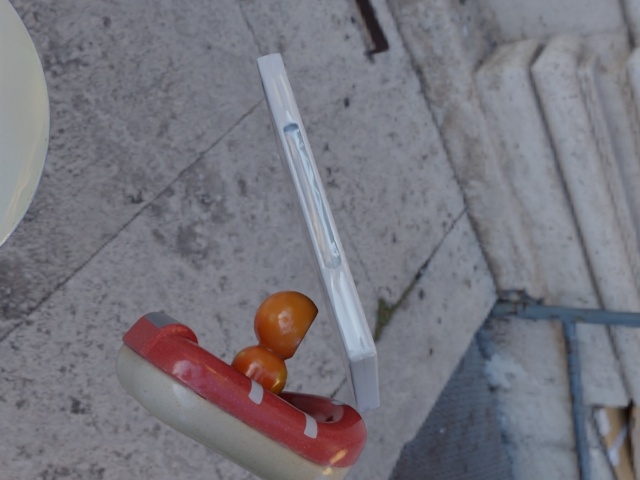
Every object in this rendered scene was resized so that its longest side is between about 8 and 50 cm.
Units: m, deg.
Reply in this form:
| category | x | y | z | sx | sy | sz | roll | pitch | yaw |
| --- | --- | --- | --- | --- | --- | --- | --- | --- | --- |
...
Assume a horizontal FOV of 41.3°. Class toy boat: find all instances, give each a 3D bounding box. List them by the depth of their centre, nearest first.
| category | x | y | z | sx | sy | sz | roll | pitch | yaw |
| --- | --- | --- | --- | --- | --- | --- | --- | --- | --- |
| toy boat | -0.050 | 0.113 | 0.737 | 0.231 | 0.151 | 0.151 | 38 | 78 | -28 |

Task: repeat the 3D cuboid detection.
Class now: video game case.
| category | x | y | z | sx | sy | sz | roll | pitch | yaw |
| --- | --- | --- | --- | --- | --- | --- | --- | --- | --- |
| video game case | 0.000 | 0.000 | 0.778 | 0.204 | 0.025 | 0.285 | 79 | -6 | -67 |

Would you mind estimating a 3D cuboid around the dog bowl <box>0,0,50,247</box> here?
| category | x | y | z | sx | sy | sz | roll | pitch | yaw |
| --- | --- | --- | --- | --- | --- | --- | --- | --- | --- |
| dog bowl | -0.326 | -0.086 | 0.574 | 0.265 | 0.104 | 0.265 | -10 | 104 | -45 |
